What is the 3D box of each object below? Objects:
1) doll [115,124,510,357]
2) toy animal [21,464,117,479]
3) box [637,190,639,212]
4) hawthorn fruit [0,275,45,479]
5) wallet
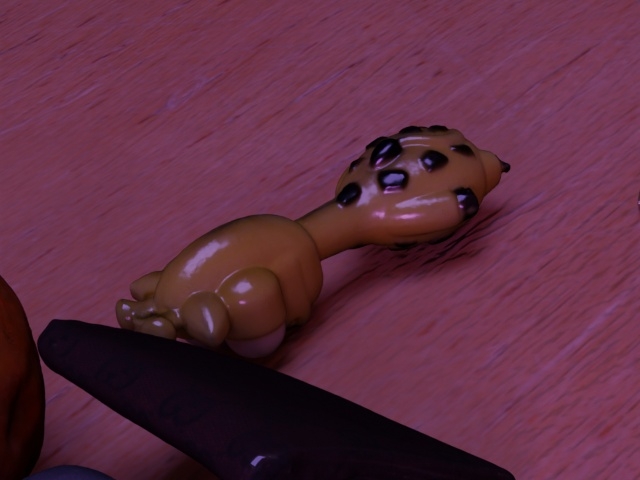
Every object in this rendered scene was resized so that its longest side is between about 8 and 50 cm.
[{"bbox_3d":[0.000,0.001,1.088,0.291,0.086,0.117,-29,26,-28],"label":"doll"},{"bbox_3d":[-0.090,0.178,0.762,0.269,0.082,0.137,21,23,39],"label":"toy animal"},{"bbox_3d":[0.254,-0.036,1.101,0.083,0.012,0.046,-5,29,20],"label":"box"},{"bbox_3d":[-0.239,0.097,0.927,0.210,0.210,0.262,-34,50,-30],"label":"hawthorn fruit"},{"bbox_3d":[-0.032,0.098,0.889,0.182,0.049,0.229,13,6,-41],"label":"wallet"}]
